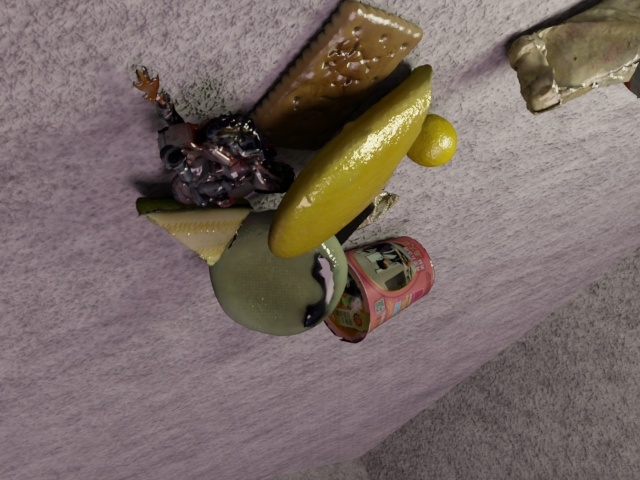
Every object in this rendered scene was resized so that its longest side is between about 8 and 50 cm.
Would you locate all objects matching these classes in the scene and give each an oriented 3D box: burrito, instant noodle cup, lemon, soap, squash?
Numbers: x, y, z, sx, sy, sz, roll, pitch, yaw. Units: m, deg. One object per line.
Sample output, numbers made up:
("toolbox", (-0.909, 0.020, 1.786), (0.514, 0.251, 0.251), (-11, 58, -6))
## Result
("burrito", (0.533, -0.374, 1.731), (0.347, 0.175, 0.107), (-28, -175, -5))
("instant noodle cup", (0.139, 0.102, 2.174), (0.255, 0.244, 0.244), (-21, 155, -32))
("lemon", (0.225, -0.203, 1.797), (0.133, 0.109, 0.109), (6, 139, -39))
("soap", (0.062, -0.127, 1.612), (0.427, 0.115, 0.306), (-43, 173, -25))
("squash", (-0.272, -0.028, 1.624), (0.252, 0.093, 0.169), (-5, 140, -44))
("burrito", (0.075, -0.051, 1.997), (0.229, 0.063, 0.058), (-30, -164, 19))

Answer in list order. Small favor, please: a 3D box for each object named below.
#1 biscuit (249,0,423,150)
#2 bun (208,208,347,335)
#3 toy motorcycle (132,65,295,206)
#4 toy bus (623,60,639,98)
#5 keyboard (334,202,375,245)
("biscuit", (0.021, -0.273, 1.534), (0.217, 0.044, 0.325), (6, 138, -48))
("bun", (-0.085, 0.047, 1.845), (0.293, 0.293, 0.187), (-40, -164, 22))
("toy motorcycle", (-0.188, -0.146, 1.437), (0.207, 0.134, 0.401), (-15, 160, 11))
("toy bus", (0.707, -0.406, 1.899), (0.121, 0.120, 0.265), (-29, 154, 4))
("keyboard", (0.000, 0.000, 1.982), (0.106, 0.027, 0.317), (32, 126, -14))
